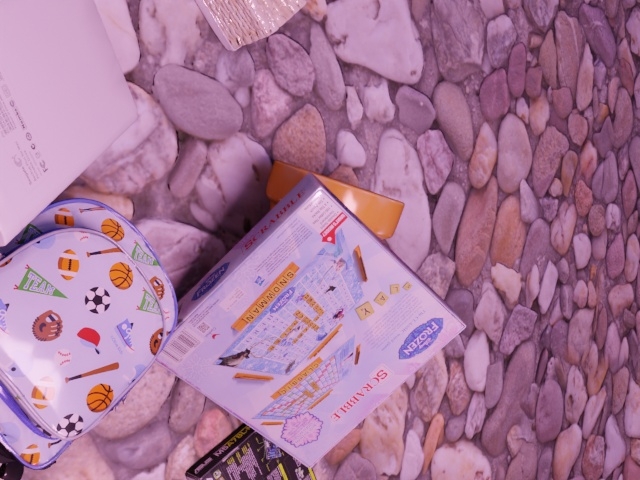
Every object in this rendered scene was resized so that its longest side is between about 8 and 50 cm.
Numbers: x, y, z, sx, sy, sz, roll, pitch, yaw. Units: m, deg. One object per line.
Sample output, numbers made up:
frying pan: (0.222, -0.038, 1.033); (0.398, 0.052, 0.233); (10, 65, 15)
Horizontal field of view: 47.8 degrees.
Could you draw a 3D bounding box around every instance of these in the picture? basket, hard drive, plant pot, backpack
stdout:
basket: (-0.110, -0.368, 1.011); (0.113, 0.103, 0.167); (-50, 125, -29)
hard drive: (-0.304, -0.159, 0.760); (0.308, 0.040, 0.203); (-70, 149, -56)
plant pot: (0.000, 0.000, 1.084); (0.205, 0.205, 0.188); (14, 97, -44)
backpack: (-0.294, 0.081, 0.790); (0.263, 0.213, 0.277); (-51, 122, -43)

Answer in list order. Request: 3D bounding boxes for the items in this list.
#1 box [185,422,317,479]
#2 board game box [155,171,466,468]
box: (-0.093, 0.374, 1.099); (0.184, 0.045, 0.191); (-36, 115, -40)
board game box: (-0.015, 0.123, 1.001); (0.318, 0.066, 0.318); (-43, 116, 8)
